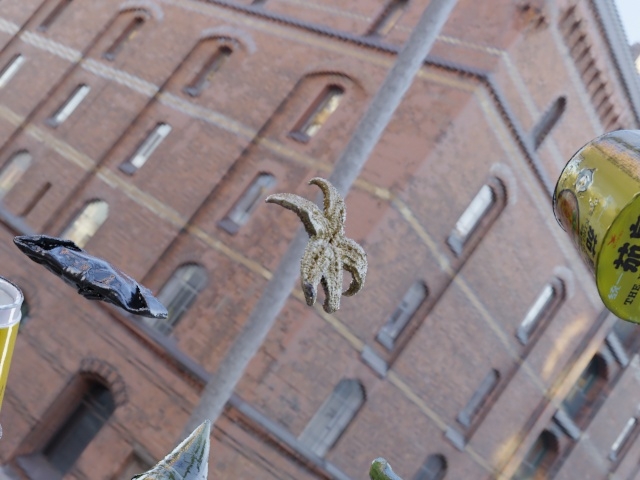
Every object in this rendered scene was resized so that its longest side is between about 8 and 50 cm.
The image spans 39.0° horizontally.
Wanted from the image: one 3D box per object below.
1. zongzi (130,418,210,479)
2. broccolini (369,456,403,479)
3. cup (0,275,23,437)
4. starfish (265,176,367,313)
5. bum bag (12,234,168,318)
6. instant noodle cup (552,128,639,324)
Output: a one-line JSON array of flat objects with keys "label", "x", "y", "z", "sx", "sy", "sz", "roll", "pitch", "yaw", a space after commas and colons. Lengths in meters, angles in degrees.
[{"label": "zongzi", "x": -0.106, "y": 0.222, "z": 0.751, "sx": 0.052, "sy": 0.113, "sz": 0.104, "roll": -11, "pitch": -73, "yaw": 36}, {"label": "broccolini", "x": 0.100, "y": 0.239, "z": 0.769, "sx": 0.216, "sy": 0.067, "sz": 0.058, "roll": 38, "pitch": -21, "yaw": 55}, {"label": "cup", "x": -0.530, "y": 0.187, "z": 1.297, "sx": 0.196, "sy": 0.280, "sz": 0.196, "roll": 22, "pitch": 13, "yaw": -6}, {"label": "starfish", "x": 0.002, "y": -0.001, "z": 1.518, "sx": 0.071, "sy": 0.238, "sz": 0.216, "roll": -20, "pitch": -37, "yaw": 36}, {"label": "bum bag", "x": -0.408, "y": 0.067, "z": 1.625, "sx": 0.310, "sy": 0.074, "sz": 0.137, "roll": 29, "pitch": 3, "yaw": 6}, {"label": "instant noodle cup", "x": 0.337, "y": -0.026, "z": 0.939, "sx": 0.182, "sy": 0.182, "sz": 0.144, "roll": 43, "pitch": 13, "yaw": -30}]
